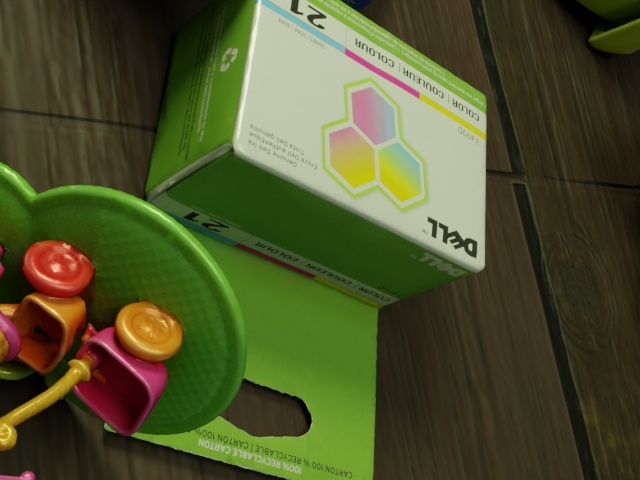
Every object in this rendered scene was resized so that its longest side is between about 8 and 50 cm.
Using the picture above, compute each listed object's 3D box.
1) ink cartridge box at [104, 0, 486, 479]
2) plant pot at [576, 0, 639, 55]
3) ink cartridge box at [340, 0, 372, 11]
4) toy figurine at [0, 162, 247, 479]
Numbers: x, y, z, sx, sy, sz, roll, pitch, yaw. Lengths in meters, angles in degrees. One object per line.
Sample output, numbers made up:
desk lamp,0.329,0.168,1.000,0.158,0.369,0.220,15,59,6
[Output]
ink cartridge box,0.000,0.000,0.552,0.189,0.097,0.255,24,57,-33
plant pot,0.334,-0.317,0.902,0.207,0.228,0.227,57,45,-18
ink cartridge box,0.027,-0.277,0.728,0.097,0.046,0.207,35,53,-25
toy figurine,-0.138,0.055,0.373,0.173,0.130,0.159,36,35,3
